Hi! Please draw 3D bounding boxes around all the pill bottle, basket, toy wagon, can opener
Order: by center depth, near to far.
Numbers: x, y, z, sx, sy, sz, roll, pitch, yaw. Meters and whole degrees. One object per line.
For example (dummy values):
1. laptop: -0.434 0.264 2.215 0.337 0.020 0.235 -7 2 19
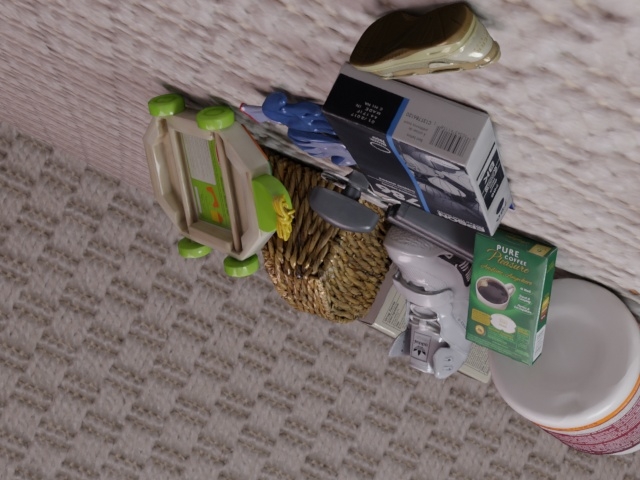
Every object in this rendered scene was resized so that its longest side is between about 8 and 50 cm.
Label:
1. can opener: 0.117 -0.021 1.471 0.284 0.095 0.076 27 174 -10
2. toy wagon: -0.147 -0.077 1.535 0.344 0.068 0.267 19 127 42
3. pill bottle: 0.429 0.218 1.605 0.224 0.224 0.392 22 172 33
4. basket: -0.023 0.008 1.714 0.223 0.213 0.299 23 172 21

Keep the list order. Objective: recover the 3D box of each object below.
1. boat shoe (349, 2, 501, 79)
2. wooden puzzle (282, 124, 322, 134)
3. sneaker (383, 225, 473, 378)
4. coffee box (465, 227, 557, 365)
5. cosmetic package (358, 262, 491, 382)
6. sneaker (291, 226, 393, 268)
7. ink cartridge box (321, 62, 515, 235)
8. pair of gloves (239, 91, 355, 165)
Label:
1. boat shoe: 0.078 -0.151 0.801 0.048 0.056 0.153 35 163 -28
2. wooden puzzle: -0.029 -0.154 1.372 0.083 0.006 0.049 21 172 30
3. sneaker: 0.194 0.121 1.785 0.137 0.210 0.366 21 171 36
4. coffee box: 0.267 0.077 1.419 0.113 0.184 0.040 21 -144 32
5. cosmetic package: 0.254 0.177 2.220 0.310 0.160 0.113 29 173 -17
6. sneaker: 0.000 0.001 2.079 0.282 0.102 0.161 27 176 -12
7. ink cartridge box: 0.122 -0.083 1.129 0.165 0.065 0.333 23 174 21
8. pair of gloves: -0.009 -0.142 1.293 0.159 0.023 0.198 11 165 42
